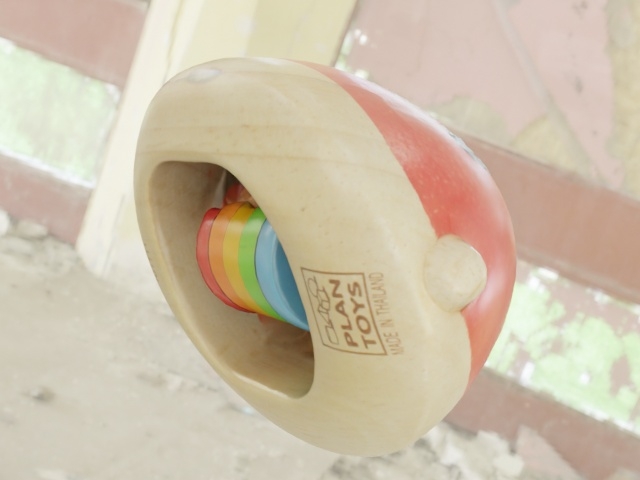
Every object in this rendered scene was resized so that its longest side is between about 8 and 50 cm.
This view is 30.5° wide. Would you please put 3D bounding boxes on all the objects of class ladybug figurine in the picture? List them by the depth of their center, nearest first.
[{"bbox_3d":[0.000,0.000,0.885,0.162,0.305,0.449,-23,18,-24],"label":"ladybug figurine"}]
